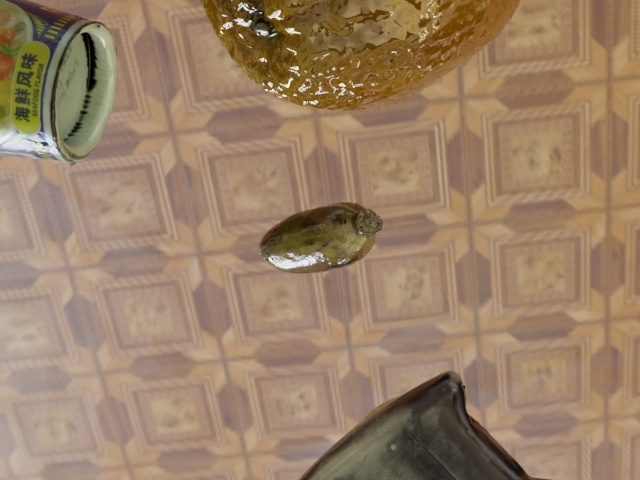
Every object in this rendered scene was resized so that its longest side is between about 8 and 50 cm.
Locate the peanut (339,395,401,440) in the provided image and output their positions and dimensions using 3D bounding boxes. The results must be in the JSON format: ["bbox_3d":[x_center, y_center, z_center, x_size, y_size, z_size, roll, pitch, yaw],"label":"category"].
[{"bbox_3d":[0.105,0.295,1.470,0.137,0.122,0.253,43,128,7],"label":"peanut"}]

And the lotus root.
[{"bbox_3d":[0.000,0.000,1.309,0.179,0.089,0.080,-17,86,37],"label":"lotus root"}]

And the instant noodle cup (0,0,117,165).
[{"bbox_3d":[-0.456,-0.227,1.429,0.313,0.284,0.284,12,122,10],"label":"instant noodle cup"}]

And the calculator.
[{"bbox_3d":[0.054,0.240,0.825,0.177,0.040,0.268,44,98,9],"label":"calculator"}]

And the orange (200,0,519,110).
[{"bbox_3d":[0.042,-0.285,1.027,0.322,0.357,0.322,23,141,20],"label":"orange"}]
